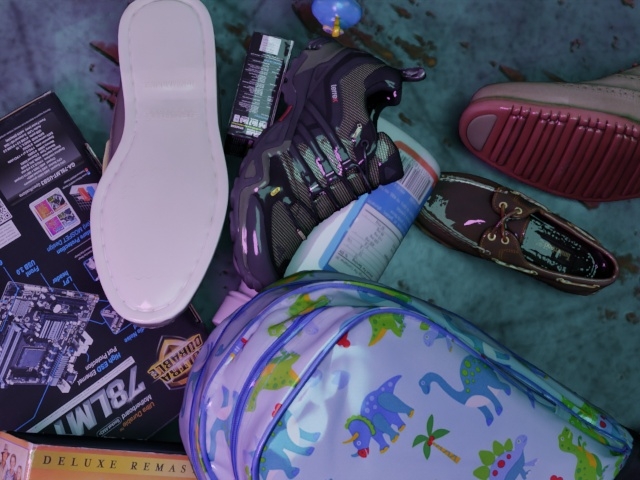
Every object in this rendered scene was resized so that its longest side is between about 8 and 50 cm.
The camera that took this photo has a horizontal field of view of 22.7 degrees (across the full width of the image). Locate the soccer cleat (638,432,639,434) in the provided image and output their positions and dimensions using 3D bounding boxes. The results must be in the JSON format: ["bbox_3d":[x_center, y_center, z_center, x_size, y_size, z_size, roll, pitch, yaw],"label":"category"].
[{"bbox_3d":[0.263,0.242,1.465,0.331,0.116,0.143,1,65,-11],"label":"soccer cleat"}]

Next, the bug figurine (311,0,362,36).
[{"bbox_3d":[-0.071,-0.271,1.369,0.279,0.072,0.216,13,51,-4],"label":"bug figurine"}]

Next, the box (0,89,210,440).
[{"bbox_3d":[-0.262,0.071,1.310,0.295,0.073,0.293,-36,97,-32],"label":"box"}]

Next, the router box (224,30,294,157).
[{"bbox_3d":[-0.055,-0.123,1.384,0.038,0.122,0.092,14,84,-3],"label":"router box"}]

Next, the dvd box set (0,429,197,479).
[{"bbox_3d":[-0.157,0.372,1.293,0.308,0.062,0.420,10,90,-42],"label":"dvd box set"}]

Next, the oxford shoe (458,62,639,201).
[{"bbox_3d":[0.296,-0.114,1.489,0.348,0.123,0.130,8,60,-12],"label":"oxford shoe"}]

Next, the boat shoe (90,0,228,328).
[{"bbox_3d":[-0.129,-0.059,1.327,0.109,0.091,0.305,1,64,-1],"label":"boat shoe"}]

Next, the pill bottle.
[{"bbox_3d":[0.000,0.000,1.392,0.124,0.124,0.221,34,81,-10],"label":"pill bottle"}]

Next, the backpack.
[{"bbox_3d":[0.061,0.174,1.242,0.355,0.273,0.290,41,89,0],"label":"backpack"}]

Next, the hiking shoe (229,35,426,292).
[{"bbox_3d":[0.006,-0.058,1.296,0.114,0.086,0.226,15,76,21],"label":"hiking shoe"}]

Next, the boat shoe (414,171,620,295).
[{"bbox_3d":[0.179,-0.010,1.461,0.207,0.073,0.073,21,85,-10],"label":"boat shoe"}]
